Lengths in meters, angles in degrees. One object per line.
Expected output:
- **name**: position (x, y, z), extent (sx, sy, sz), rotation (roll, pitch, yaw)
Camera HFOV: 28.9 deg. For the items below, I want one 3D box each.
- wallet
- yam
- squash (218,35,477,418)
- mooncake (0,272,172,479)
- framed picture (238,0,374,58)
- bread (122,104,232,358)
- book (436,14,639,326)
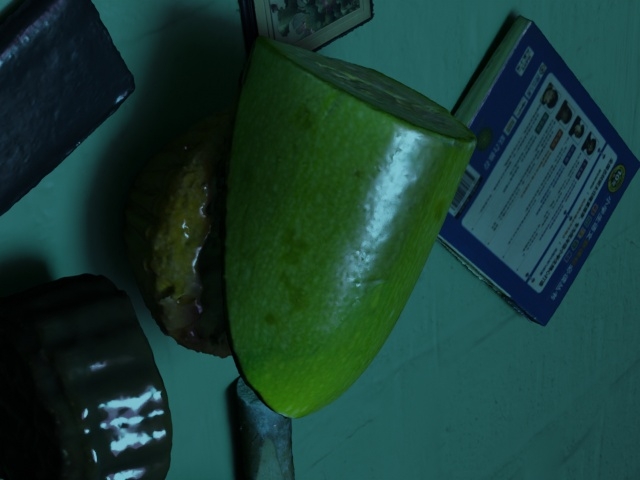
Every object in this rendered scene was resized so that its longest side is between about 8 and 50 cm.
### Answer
- **wallet**: position (-0.284, -0.096, 1.076), extent (0.285, 0.030, 0.146), rotation (-47, 135, -20)
- **yam**: position (-0.066, 0.237, 1.485), extent (0.068, 0.068, 0.169), rotation (-29, 129, -37)
- **squash**: position (0.000, 0.000, 1.187), extent (0.233, 0.210, 0.309), rotation (5, 117, -52)
- **mooncake**: position (-0.232, 0.149, 1.123), extent (0.124, 0.228, 0.228), rotation (-11, 119, -36)
- **framed picture**: position (-0.013, -0.282, 1.301), extent (0.199, 0.010, 0.195), rotation (-34, 133, -33)
- **bread**: position (-0.090, -0.014, 1.252), extent (0.274, 0.149, 0.274), rotation (-26, 124, -45)
- **book**: position (0.295, -0.080, 1.729), extent (0.300, 0.039, 0.428), rotation (-58, 139, -5)
